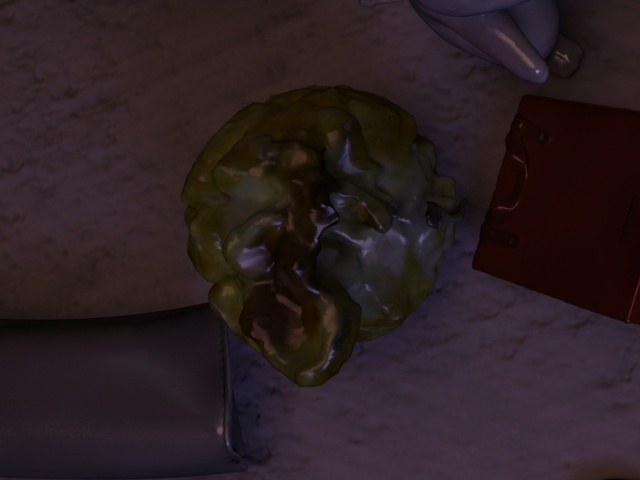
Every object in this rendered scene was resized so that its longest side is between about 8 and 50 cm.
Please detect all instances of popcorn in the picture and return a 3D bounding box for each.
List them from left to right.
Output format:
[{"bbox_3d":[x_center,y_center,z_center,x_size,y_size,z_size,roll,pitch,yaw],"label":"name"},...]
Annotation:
[{"bbox_3d":[0.000,0.000,1.054,0.198,0.212,0.198,5,123,7],"label":"popcorn"}]

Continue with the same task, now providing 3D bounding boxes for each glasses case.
[{"bbox_3d":[-0.187,0.115,1.186,0.308,0.083,0.128,-3,78,23],"label":"glasses case"}]

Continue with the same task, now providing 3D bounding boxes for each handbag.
[{"bbox_3d":[0.175,-0.021,1.005,0.190,0.063,0.127,23,98,64],"label":"handbag"}]

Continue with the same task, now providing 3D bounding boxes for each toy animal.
[{"bbox_3d":[0.110,-0.181,0.994,0.138,0.282,0.140,17,94,8],"label":"toy animal"}]

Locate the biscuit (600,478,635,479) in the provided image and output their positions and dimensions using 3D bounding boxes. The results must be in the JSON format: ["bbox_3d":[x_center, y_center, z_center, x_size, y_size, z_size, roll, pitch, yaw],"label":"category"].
[{"bbox_3d":[0.209,0.233,1.036,0.118,0.023,0.140,22,93,23],"label":"biscuit"}]
